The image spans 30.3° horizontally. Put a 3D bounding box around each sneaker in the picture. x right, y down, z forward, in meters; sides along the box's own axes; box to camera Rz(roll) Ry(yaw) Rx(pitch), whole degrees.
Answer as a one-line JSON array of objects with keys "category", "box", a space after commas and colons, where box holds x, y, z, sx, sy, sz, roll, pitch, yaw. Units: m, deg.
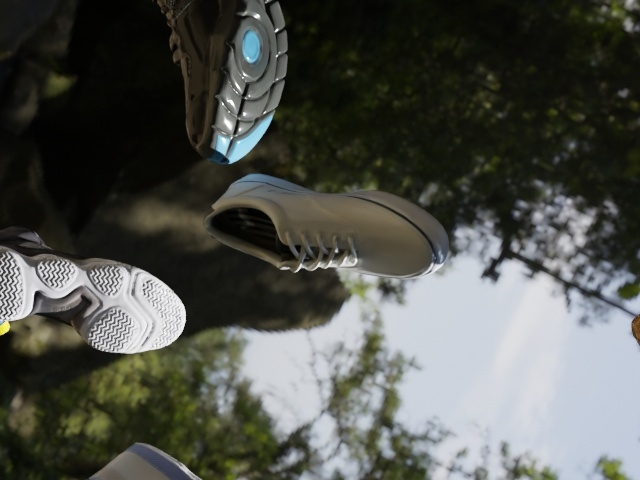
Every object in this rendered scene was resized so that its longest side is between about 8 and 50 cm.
[{"category": "sneaker", "box": [-0.118, -0.249, 1.263, 0.125, 0.140, 0.340, 13, 78, -64]}, {"category": "sneaker", "box": [-0.292, 0.047, 1.353, 0.153, 0.269, 0.101, 36, -71, 65]}, {"category": "sneaker", "box": [0.000, 0.000, 1.184, 0.091, 0.258, 0.094, -44, 135, -45]}]

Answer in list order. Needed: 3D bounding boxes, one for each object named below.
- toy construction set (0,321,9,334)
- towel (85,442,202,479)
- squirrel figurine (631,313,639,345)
[{"category": "toy construction set", "box": [-0.580, 0.096, 1.738, 0.151, 0.215, 0.327, -121, -165, -45]}, {"category": "towel", "box": [-0.159, 0.295, 1.061, 0.285, 0.209, 0.034, -34, 152, -61]}, {"category": "squirrel figurine", "box": [0.565, 0.008, 1.150, 0.397, 0.281, 0.370, -23, 145, -23]}]
